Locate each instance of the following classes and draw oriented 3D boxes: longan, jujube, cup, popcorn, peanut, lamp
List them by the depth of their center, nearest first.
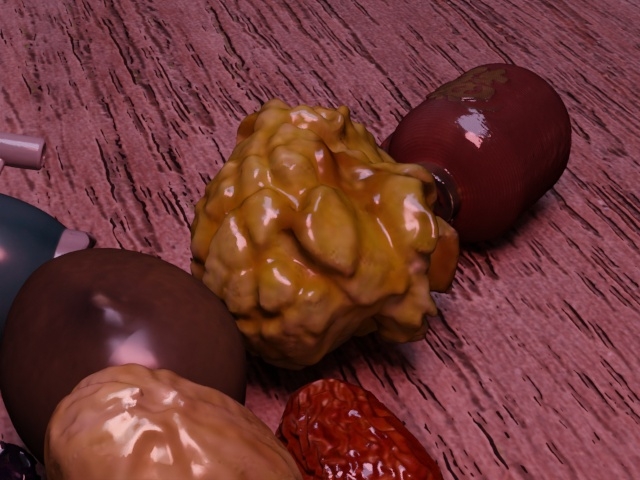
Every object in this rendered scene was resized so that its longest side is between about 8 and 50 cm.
[{"bbox_3d":[-0.056,0.208,0.681,0.147,0.306,0.147,-33,7,5],"label":"peanut"},{"bbox_3d":[0.026,0.183,0.834,0.112,0.109,0.176,26,13,-36],"label":"jujube"},{"bbox_3d":[-0.154,0.106,0.837,0.196,0.197,0.220,-28,35,-36],"label":"longan"},{"bbox_3d":[-0.301,0.032,0.962,0.173,0.167,0.300,10,62,-6],"label":"cup"},{"bbox_3d":[0.000,0.000,0.974,0.270,0.224,0.258,1,32,-38],"label":"popcorn"},{"bbox_3d":[0.175,-0.102,1.171,0.180,0.180,0.258,25,41,26],"label":"lamp"}]

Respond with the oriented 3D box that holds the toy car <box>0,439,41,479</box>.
[{"bbox_3d":[-0.266,0.216,0.709,0.314,0.198,0.166,34,77,37],"label":"toy car"}]
